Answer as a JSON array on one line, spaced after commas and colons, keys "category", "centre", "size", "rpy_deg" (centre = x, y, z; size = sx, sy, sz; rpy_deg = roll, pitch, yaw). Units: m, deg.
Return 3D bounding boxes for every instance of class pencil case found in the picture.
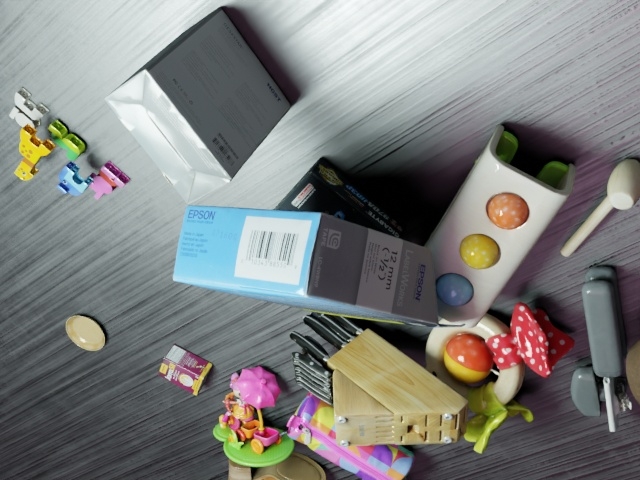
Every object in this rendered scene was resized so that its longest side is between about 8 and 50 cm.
[{"category": "pencil case", "centre": [0.050, 0.361, 1.687], "size": [0.236, 0.104, 0.104], "rpy_deg": [31, 128, -3]}]

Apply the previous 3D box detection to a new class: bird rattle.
[{"category": "bird rattle", "centre": [0.257, 0.195, 1.484], "size": [0.207, 0.143, 0.253], "rpy_deg": [28, 127, 24]}]

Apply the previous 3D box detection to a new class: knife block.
[{"category": "knife block", "centre": [0.087, 0.204, 1.525], "size": [0.276, 0.242, 0.088], "rpy_deg": [-2, 136, 3]}]

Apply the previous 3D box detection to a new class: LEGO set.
[{"category": "LEGO set", "centre": [-0.442, -0.129, 1.566], "size": [0.227, 0.087, 0.093], "rpy_deg": [42, 127, -7]}]

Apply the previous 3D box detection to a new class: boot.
[{"category": "boot", "centre": [-0.081, 0.479, 1.852], "size": [0.197, 0.073, 0.152], "rpy_deg": [9, 133, 15]}]

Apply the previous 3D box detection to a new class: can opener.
[{"category": "can opener", "centre": [0.416, 0.170, 1.428], "size": [0.093, 0.074, 0.280], "rpy_deg": [1, 122, 22]}]

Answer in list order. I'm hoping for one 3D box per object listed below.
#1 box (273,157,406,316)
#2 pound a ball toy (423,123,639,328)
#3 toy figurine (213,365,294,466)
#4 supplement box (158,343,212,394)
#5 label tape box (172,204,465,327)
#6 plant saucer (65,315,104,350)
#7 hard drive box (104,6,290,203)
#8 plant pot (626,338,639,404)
[{"category": "box", "centre": [0.000, 0.000, 1.496], "size": [0.175, 0.051, 0.220], "rpy_deg": [40, 128, -7]}, {"category": "pound a ball toy", "centre": [0.275, -0.006, 1.328], "size": [0.208, 0.135, 0.319], "rpy_deg": [29, 129, 1]}, {"category": "toy figurine", "centre": [-0.128, 0.301, 1.737], "size": [0.173, 0.130, 0.159], "rpy_deg": [19, 117, 40]}, {"category": "supplement box", "centre": [-0.250, 0.239, 1.765], "size": [0.083, 0.043, 0.055], "rpy_deg": [27, 130, 4]}, {"category": "label tape box", "centre": [0.012, 0.042, 1.315], "size": [0.249, 0.348, 0.115], "rpy_deg": [4, 83, 42]}, {"category": "plant saucer", "centre": [-0.445, 0.173, 1.817], "size": [0.083, 0.015, 0.083], "rpy_deg": [11, 126, 16]}, {"category": "hard drive box", "centre": [-0.160, -0.191, 1.317], "size": [0.089, 0.232, 0.181], "rpy_deg": [-25, 110, 34]}, {"category": "plant pot", "centre": [0.550, 0.168, 1.312], "size": [0.215, 0.215, 0.230], "rpy_deg": [50, 141, -14]}]
